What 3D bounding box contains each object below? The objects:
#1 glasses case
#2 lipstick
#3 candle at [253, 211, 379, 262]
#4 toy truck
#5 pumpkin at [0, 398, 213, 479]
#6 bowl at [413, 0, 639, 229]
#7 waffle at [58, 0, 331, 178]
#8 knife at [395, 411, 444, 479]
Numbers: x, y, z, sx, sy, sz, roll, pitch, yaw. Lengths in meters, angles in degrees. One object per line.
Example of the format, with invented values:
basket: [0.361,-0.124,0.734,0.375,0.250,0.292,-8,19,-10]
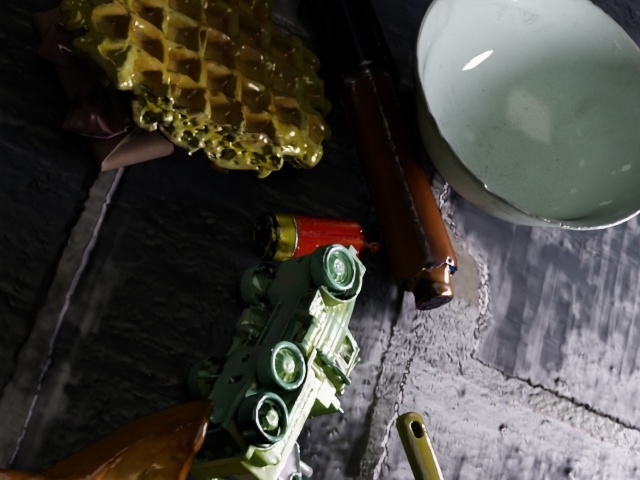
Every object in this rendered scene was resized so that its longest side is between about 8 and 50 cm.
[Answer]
glasses case: [-0.225,-0.167,1.540,0.102,0.070,0.193,-16,71,-29]
lipstick: [0.061,-0.124,1.643,0.077,0.077,0.418,-6,67,-27]
candle: [0.000,0.000,1.564,0.131,0.052,0.052,4,62,-23]
toy truck: [-0.034,0.128,1.455,0.135,0.128,0.259,45,49,-29]
pumpkin: [-0.221,0.273,1.284,0.290,0.095,0.258,-2,78,-24]
bowl: [0.208,-0.125,1.666,0.313,0.146,0.313,12,60,-22]
waffle: [-0.114,-0.185,1.555,0.312,0.060,0.307,47,36,-6]
knife: [0.126,0.327,1.459,0.061,0.027,0.343,-9,71,-32]
